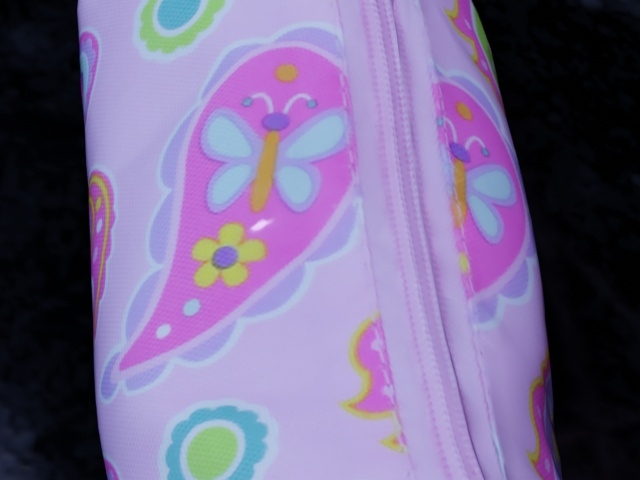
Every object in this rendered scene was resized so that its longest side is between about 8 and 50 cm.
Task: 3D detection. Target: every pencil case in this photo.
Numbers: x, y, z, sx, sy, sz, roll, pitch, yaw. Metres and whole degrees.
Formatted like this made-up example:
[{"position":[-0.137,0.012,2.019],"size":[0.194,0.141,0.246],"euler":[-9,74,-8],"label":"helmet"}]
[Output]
[{"position":[0.000,0.000,0.497],"size":[0.124,0.124,0.284],"euler":[5,55,-18],"label":"pencil case"}]
